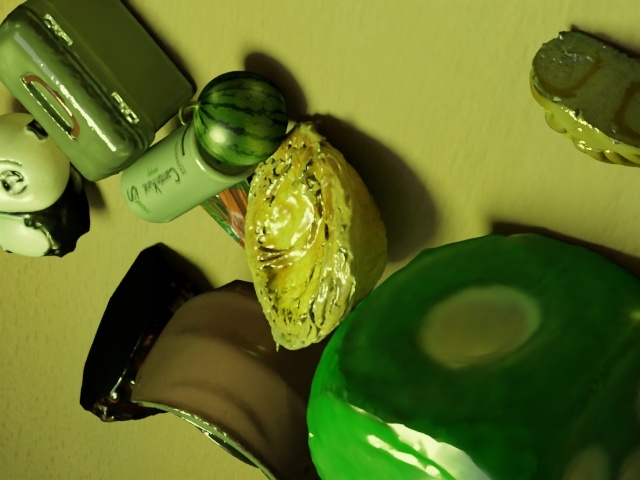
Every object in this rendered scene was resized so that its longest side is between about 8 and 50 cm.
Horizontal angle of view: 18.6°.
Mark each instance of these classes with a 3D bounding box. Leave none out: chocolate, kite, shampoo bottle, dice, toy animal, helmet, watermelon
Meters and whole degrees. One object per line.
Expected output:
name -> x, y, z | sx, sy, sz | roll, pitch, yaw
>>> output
chocolate -> -0.182, 0.153, 2.463 | 0.177, 0.224, 0.206 | 25, 121, -17
kite -> -0.067, -0.020, 2.219 | 0.321, 0.016, 0.234 | 17, 143, 45
shampoo bottle -> -0.156, -0.075, 2.159 | 0.085, 0.085, 0.262 | 51, 151, -8
dice -> 0.183, 0.186, 1.843 | 0.297, 0.287, 0.300 | 18, 141, 42
toy animal -> -0.380, -0.074, 2.450 | 0.166, 0.138, 0.179 | 7, 142, 26
helmet -> -0.059, 0.153, 2.226 | 0.271, 0.197, 0.338 | 27, -179, 16
watermelon -> -0.086, -0.128, 2.000 | 0.109, 0.109, 0.109 | 34, 150, 23

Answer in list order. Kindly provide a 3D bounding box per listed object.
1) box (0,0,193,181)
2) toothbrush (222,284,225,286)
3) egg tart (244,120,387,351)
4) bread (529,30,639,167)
box -> -0.253, -0.181, 2.134 | 0.210, 0.129, 0.148 | 50, 153, -5
toothbrush -> -0.042, 0.127, 2.371 | 0.219, 0.019, 0.016 | 39, 167, 14
egg tart -> 0.000, 0.000, 2.026 | 0.232, 0.098, 0.252 | 52, 138, 46
bread -> 0.237, -0.106, 1.611 | 0.157, 0.083, 0.094 | 38, 164, 13
